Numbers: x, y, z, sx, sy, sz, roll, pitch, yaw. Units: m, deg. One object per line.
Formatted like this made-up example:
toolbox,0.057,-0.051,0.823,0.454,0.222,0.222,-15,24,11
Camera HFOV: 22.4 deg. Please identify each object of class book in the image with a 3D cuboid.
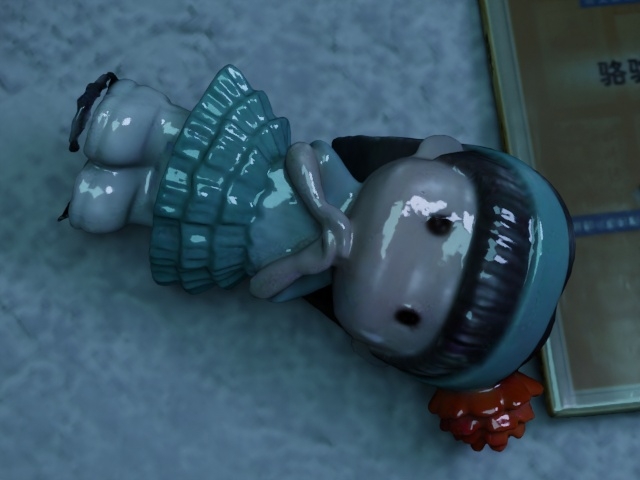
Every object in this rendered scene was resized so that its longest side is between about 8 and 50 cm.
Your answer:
book,0.180,-0.036,0.824,0.170,0.018,0.242,-6,73,-6

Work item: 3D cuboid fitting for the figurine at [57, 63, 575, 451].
figurine,0.000,0.000,0.766,0.245,0.110,0.138,19,115,3
